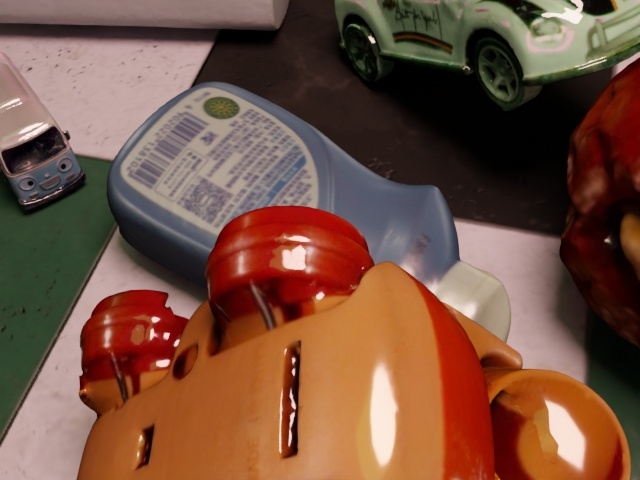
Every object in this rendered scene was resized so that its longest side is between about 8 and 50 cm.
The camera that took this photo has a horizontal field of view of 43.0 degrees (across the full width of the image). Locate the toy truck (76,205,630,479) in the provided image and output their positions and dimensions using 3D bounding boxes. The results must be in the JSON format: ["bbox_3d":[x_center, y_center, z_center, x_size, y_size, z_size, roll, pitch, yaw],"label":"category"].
[{"bbox_3d":[0.008,0.123,0.413,0.265,0.239,0.189,-28,47,37],"label":"toy truck"}]

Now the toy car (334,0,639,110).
[{"bbox_3d":[0.118,-0.190,0.607,0.136,0.125,0.306,-29,26,-16],"label":"toy car"}]

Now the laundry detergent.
[{"bbox_3d":[0.000,0.000,0.551,0.290,0.094,0.143,30,57,21],"label":"laundry detergent"}]

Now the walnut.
[{"bbox_3d":[0.277,-0.021,0.481,0.269,0.222,0.244,-35,89,-30],"label":"walnut"}]

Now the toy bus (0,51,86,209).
[{"bbox_3d":[-0.242,-0.091,0.642,0.060,0.075,0.123,-31,56,-18],"label":"toy bus"}]

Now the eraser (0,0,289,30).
[{"bbox_3d":[-0.169,-0.281,0.765,0.290,0.104,0.189,4,49,7],"label":"eraser"}]
